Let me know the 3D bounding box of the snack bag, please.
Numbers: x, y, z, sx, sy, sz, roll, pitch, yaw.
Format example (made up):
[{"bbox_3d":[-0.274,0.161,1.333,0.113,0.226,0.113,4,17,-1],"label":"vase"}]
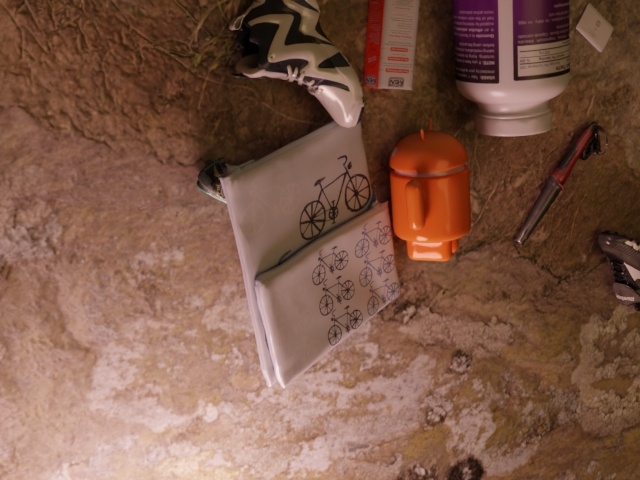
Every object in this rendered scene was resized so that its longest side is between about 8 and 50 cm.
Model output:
[{"bbox_3d":[0.000,0.000,1.518,0.323,0.037,0.342,-32,119,-43],"label":"snack bag"}]

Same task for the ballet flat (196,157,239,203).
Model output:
[{"bbox_3d":[-0.091,-0.061,1.474,0.188,0.070,0.070,30,84,-36],"label":"ballet flat"}]

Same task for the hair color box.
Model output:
[{"bbox_3d":[0.109,-0.305,1.568,0.072,0.043,0.141,-2,102,-33],"label":"hair color box"}]

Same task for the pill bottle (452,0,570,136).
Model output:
[{"bbox_3d":[0.300,-0.335,1.605,0.181,0.181,0.323,-14,110,-30],"label":"pill bottle"}]

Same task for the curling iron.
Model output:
[{"bbox_3d":[0.438,-0.102,1.842,0.068,0.035,0.274,45,75,-33],"label":"curling iron"}]

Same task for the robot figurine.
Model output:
[{"bbox_3d":[0.174,-0.079,1.617,0.158,0.128,0.219,-15,110,-28],"label":"robot figurine"}]

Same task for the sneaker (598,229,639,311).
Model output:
[{"bbox_3d":[0.600,0.069,1.966,0.234,0.078,0.106,37,78,-36],"label":"sneaker"}]

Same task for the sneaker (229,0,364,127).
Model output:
[{"bbox_3d":[-0.046,-0.240,1.448,0.153,0.094,0.235,-35,116,-19],"label":"sneaker"}]

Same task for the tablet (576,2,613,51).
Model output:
[{"bbox_3d":[0.494,-0.382,1.829,0.083,0.006,0.054,32,83,-35],"label":"tablet"}]
